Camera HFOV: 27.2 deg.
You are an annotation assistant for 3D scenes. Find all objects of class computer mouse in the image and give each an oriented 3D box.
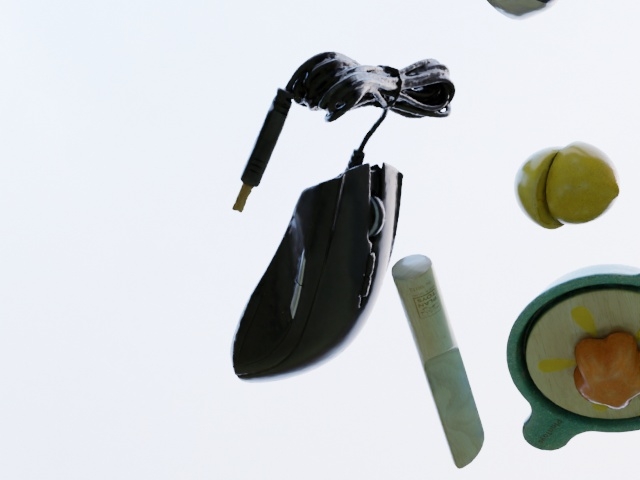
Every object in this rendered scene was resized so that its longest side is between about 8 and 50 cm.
[{"bbox_3d":[0.000,0.000,0.862,0.060,0.184,0.262,37,-71,29],"label":"computer mouse"}]

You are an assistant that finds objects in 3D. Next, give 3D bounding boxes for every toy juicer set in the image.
[{"bbox_3d":[0.166,0.046,0.852,0.329,0.089,0.209,-28,-63,27],"label":"toy juicer set"}]

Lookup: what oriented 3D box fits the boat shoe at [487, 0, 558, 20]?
[{"bbox_3d":[0.135,-0.258,0.747,0.096,0.267,0.088,23,-22,-36],"label":"boat shoe"}]
